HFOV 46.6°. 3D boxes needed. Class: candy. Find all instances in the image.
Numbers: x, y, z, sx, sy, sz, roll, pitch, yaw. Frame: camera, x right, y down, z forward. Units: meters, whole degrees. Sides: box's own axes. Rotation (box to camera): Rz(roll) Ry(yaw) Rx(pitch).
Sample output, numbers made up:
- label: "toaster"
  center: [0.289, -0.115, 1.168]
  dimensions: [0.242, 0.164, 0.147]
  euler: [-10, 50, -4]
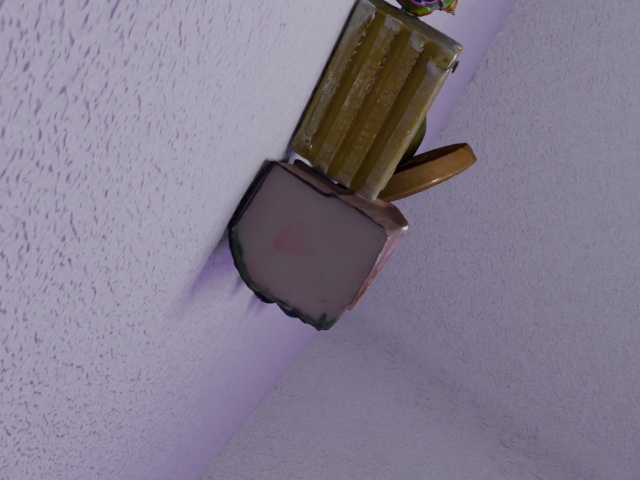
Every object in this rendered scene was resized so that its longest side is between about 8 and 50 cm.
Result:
- label: "candy"
  center: [0.175, -0.431, 1.221]
  dimensions: [0.124, 0.124, 0.365]
  euler: [-59, -179, 17]

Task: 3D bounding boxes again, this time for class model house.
- label: "model house"
  center: [0.000, 0.000, 1.244]
  dimensions: [0.202, 0.237, 0.237]
  euler: [-63, 167, 13]

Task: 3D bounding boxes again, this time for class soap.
- label: "soap"
  center: [0.084, -0.218, 1.168]
  dimensions: [0.274, 0.173, 0.089]
  euler: [-61, 175, 30]

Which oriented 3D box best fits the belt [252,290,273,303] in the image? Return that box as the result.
- label: "belt"
  center: [-0.051, 0.025, 1.443]
  dimensions: [0.128, 0.122, 0.218]
  euler: [-29, 159, -44]

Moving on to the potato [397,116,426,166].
- label: "potato"
  center: [0.123, -0.217, 1.456]
  dimensions: [0.251, 0.159, 0.174]
  euler: [-40, 119, -42]

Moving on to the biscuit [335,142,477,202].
- label: "biscuit"
  center: [0.150, -0.120, 1.560]
  dimensions: [0.365, 0.062, 0.385]
  euler: [-16, -173, 20]

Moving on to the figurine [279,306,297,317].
- label: "figurine"
  center: [-0.042, 0.106, 1.771]
  dimensions: [0.275, 0.161, 0.158]
  euler: [62, 26, -83]

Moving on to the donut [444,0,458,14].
- label: "donut"
  center: [0.275, -0.504, 1.575]
  dimensions: [0.083, 0.067, 0.038]
  euler: [6, 103, -43]

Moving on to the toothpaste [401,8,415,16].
- label: "toothpaste"
  center: [0.138, -0.380, 1.346]
  dimensions: [0.218, 0.041, 0.064]
  euler: [-55, 166, -37]
